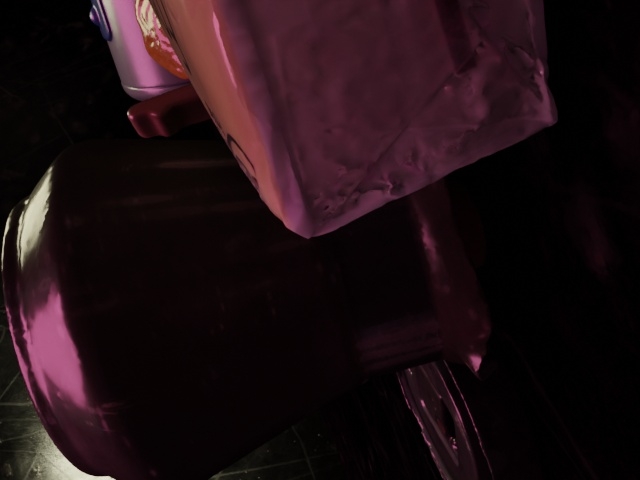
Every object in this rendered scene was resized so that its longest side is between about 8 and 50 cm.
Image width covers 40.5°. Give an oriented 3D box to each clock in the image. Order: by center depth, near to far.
[{"bbox_3d":[0.144,0.170,0.918,0.280,0.056,0.280,159,90,-82],"label":"clock"}]

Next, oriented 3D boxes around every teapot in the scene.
[{"bbox_3d":[-0.052,0.004,0.751,0.305,0.362,0.376,75,180,-60],"label":"teapot"}]

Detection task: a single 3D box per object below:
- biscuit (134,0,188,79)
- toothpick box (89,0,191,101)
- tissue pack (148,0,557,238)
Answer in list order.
[{"bbox_3d":[-0.143,-0.334,0.970,0.202,0.047,0.333,37,133,18],"label":"biscuit"},{"bbox_3d":[-0.214,-0.382,1.155,0.263,0.263,0.354,-127,20,-61],"label":"toothpick box"},{"bbox_3d":[-0.038,-0.247,0.590,0.405,0.205,0.331,-123,11,-57],"label":"tissue pack"}]
